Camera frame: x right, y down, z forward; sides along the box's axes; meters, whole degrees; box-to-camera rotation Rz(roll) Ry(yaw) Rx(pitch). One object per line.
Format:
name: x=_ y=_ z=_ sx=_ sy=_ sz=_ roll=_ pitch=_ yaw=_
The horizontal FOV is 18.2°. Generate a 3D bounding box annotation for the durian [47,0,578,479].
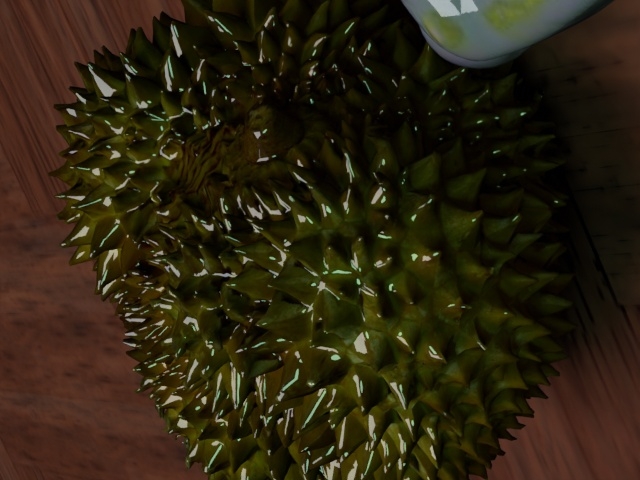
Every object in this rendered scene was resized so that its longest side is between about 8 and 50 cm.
durian: x=0.000 y=0.000 z=0.551 sx=0.168 sy=0.137 sz=0.158 roll=73 pitch=179 yaw=-61

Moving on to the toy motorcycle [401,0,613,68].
toy motorcycle: x=0.036 y=-0.098 z=0.439 sx=0.225 sy=0.073 sz=0.152 roll=30 pitch=145 yaw=49
